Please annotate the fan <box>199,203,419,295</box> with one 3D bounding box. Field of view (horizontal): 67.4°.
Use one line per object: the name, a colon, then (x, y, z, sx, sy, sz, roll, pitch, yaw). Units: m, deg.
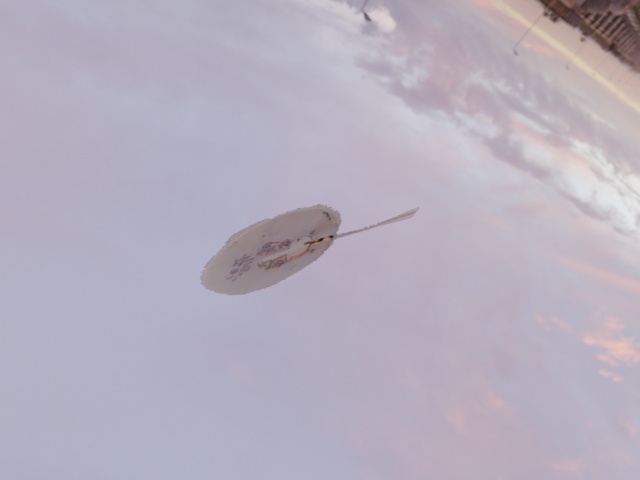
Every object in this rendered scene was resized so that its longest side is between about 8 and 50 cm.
fan: (0.000, -0.001, 0.784, 0.415, 0.233, 0.012, -16, -116, -31)
